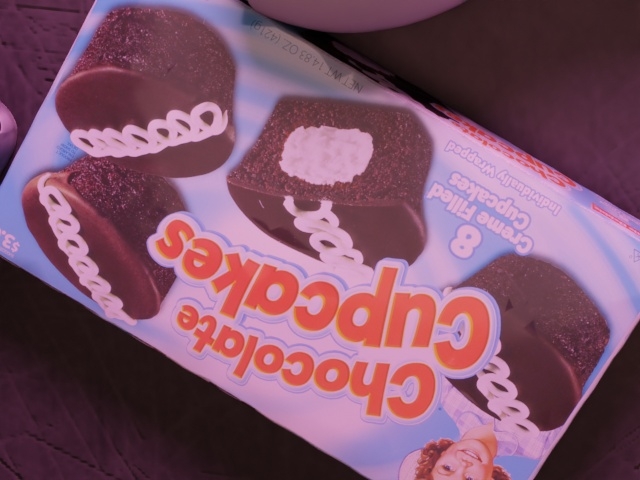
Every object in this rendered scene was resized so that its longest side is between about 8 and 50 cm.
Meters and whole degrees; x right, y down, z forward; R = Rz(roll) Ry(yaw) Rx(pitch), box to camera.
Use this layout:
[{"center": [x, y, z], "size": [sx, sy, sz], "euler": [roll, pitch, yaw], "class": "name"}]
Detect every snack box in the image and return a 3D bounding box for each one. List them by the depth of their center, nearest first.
[{"center": [0.000, 0.000, 0.833], "size": [0.322, 0.060, 0.187], "euler": [31, 106, 2], "class": "snack box"}]

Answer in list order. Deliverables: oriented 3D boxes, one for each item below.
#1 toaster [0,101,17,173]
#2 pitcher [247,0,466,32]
[{"center": [-0.259, -0.015, 0.817], "size": [0.110, 0.168, 0.185], "euler": [35, 105, 0], "class": "toaster"}, {"center": [0.053, -0.184, 0.730], "size": [0.207, 0.177, 0.125], "euler": [-11, 58, 10], "class": "pitcher"}]
